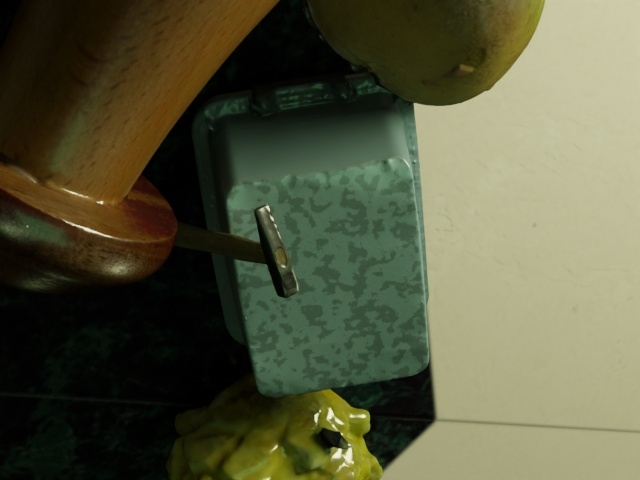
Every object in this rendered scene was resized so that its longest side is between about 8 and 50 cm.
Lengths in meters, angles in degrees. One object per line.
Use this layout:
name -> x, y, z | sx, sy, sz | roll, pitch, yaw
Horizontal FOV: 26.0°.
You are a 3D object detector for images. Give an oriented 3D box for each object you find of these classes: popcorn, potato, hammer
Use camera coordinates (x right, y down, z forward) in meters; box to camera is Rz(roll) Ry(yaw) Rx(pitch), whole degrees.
popcorn -> -0.035, 0.186, 1.109 | 0.174, 0.173, 0.142 | -21, 139, -7
potato -> 0.090, -0.181, 0.896 | 0.182, 0.117, 0.202 | -3, 104, -25
hammer -> -0.084, -0.005, 0.942 | 0.013, 0.199, 0.062 | -29, 114, -31

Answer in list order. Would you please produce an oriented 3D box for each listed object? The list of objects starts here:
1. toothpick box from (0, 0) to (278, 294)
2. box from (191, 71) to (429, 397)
toothpick box -> -0.135, -0.109, 0.852 | 0.192, 0.192, 0.294 | 23, 105, -33
box -> 0.000, 0.000, 1.009 | 0.162, 0.130, 0.227 | -9, 124, -3
